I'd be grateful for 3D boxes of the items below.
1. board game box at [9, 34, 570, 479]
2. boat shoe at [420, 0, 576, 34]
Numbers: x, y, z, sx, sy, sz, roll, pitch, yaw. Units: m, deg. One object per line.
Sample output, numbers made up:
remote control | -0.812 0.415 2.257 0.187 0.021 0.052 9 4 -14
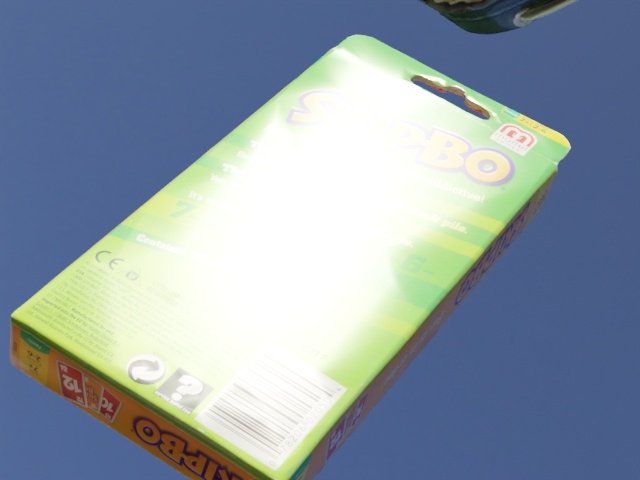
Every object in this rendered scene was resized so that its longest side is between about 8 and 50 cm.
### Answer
board game box | 0.000 0.000 0.648 0.124 0.259 0.039 30 -43 16
boat shoe | 0.135 -0.155 0.510 0.254 0.079 0.095 -37 -124 15
